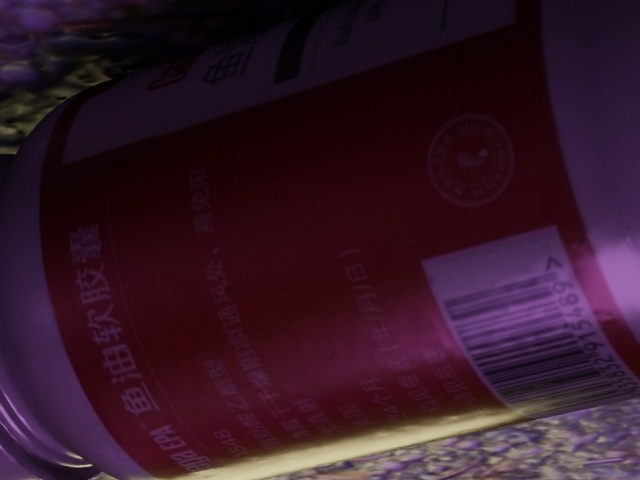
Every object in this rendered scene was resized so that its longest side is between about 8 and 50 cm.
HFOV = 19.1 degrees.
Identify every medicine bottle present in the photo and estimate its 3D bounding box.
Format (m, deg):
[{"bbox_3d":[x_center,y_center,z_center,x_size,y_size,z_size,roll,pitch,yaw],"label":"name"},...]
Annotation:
[{"bbox_3d":[0.000,0.000,0.562,0.250,0.131,0.131,-15,151,25],"label":"medicine bottle"}]
